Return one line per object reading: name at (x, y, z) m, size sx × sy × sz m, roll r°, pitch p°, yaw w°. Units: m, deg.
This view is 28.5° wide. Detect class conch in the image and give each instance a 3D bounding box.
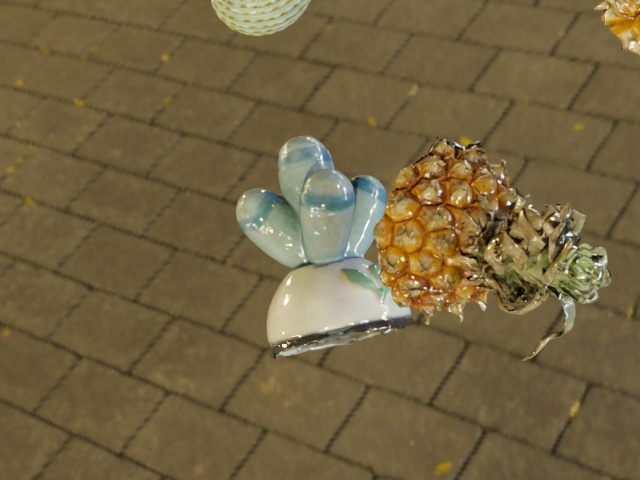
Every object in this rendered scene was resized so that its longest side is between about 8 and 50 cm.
conch at (-0.052, -0.288, 1.378) m, size 0.135 × 0.102 × 0.153 m, roll -51°, pitch 14°, yaw -22°

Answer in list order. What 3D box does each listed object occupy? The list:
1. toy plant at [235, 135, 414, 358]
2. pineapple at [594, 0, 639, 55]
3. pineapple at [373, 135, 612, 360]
toy plant at (0.000, 0.000, 1.951) m, size 0.247 × 0.247 × 0.332 m, roll -13°, pitch 83°, yaw 8°
pineapple at (0.319, -0.160, 0.973) m, size 0.233 × 0.079 × 0.135 m, roll -13°, pitch 65°, yaw -48°
pineapple at (0.243, 0.010, 1.629) m, size 0.262 × 0.262 × 0.272 m, roll -41°, pitch 33°, yaw -22°
